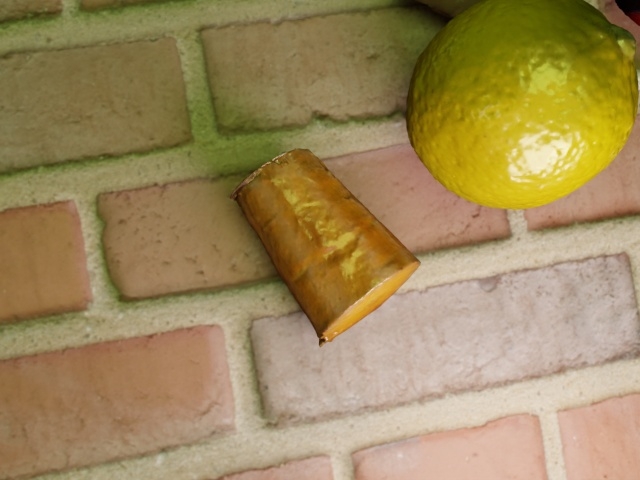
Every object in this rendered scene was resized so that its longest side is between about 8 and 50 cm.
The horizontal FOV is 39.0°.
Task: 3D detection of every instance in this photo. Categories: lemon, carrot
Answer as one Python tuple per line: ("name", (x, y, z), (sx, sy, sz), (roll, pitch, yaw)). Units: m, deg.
("lemon", (0.285, -0.202, 1.309), (0.336, 0.336, 0.336), (1, 86, -8))
("carrot", (0.000, 0.000, 1.353), (0.196, 0.196, 0.254), (-36, 81, -9))

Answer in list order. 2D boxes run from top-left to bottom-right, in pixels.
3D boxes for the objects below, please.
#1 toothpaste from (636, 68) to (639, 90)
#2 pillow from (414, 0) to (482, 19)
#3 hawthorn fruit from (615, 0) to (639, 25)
("toothpaste", (0.487, -0.276, 1.496), (0.190, 0.031, 0.048), (14, 87, -4))
("pillow", (0.266, -0.435, 1.413), (0.223, 0.084, 0.236), (26, 106, -27))
("hawthorn fruit", (0.598, -0.400, 1.448), (0.251, 0.189, 0.190), (32, 82, -12))
